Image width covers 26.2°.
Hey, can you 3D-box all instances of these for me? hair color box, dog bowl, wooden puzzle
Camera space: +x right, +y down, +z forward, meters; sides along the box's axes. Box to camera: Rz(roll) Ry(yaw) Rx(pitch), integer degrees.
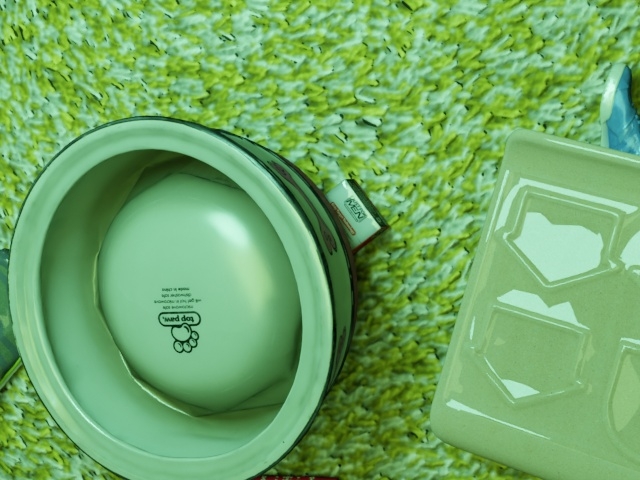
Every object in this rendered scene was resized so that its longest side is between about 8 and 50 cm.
[{"bbox_3d":[0.000,0.000,1.554,0.141,0.043,0.072,-38,81,16],"label":"hair color box"},{"bbox_3d":[-0.138,0.061,1.511,0.408,0.150,0.408,5,102,25],"label":"dog bowl"},{"bbox_3d":[0.302,0.088,1.404,0.322,0.080,0.348,17,97,28],"label":"wooden puzzle"}]

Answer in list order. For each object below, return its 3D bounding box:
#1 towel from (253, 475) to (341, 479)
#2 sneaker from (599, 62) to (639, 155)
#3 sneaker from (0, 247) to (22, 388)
[{"bbox_3d":[-0.098,0.373,1.605,0.275,0.031,0.199,-3,90,17],"label":"towel"},{"bbox_3d":[0.336,-0.107,1.437,0.084,0.058,0.152,7,99,22],"label":"sneaker"},{"bbox_3d":[-0.430,0.148,1.650,0.111,0.121,0.300,28,100,14],"label":"sneaker"}]
